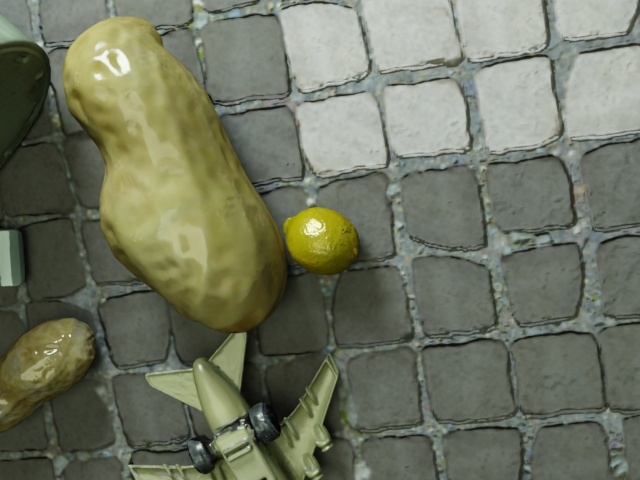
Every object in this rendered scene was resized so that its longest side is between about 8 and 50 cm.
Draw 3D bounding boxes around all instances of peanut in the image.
[{"bbox_3d":[-0.144,-0.054,1.212,0.147,0.147,0.319,-26,94,20],"label":"peanut"},{"bbox_3d":[-0.301,0.140,1.330,0.174,0.080,0.080,-38,87,20],"label":"peanut"}]

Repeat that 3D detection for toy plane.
[{"bbox_3d":[-0.065,0.212,1.264,0.229,0.092,0.244,-29,88,6],"label":"toy plane"}]

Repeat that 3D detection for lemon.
[{"bbox_3d":[0.000,0.000,1.217,0.083,0.062,0.062,25,107,26],"label":"lemon"}]

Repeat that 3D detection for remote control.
[{"bbox_3d":[-0.381,0.015,1.359,0.162,0.029,0.061,3,99,22],"label":"remote control"}]

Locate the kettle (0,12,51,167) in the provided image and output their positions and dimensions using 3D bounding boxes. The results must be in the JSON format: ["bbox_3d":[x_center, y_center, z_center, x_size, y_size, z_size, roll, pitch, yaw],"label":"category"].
[{"bbox_3d":[-0.496,-0.178,1.274,0.377,0.250,0.361,43,135,9],"label":"kettle"}]
